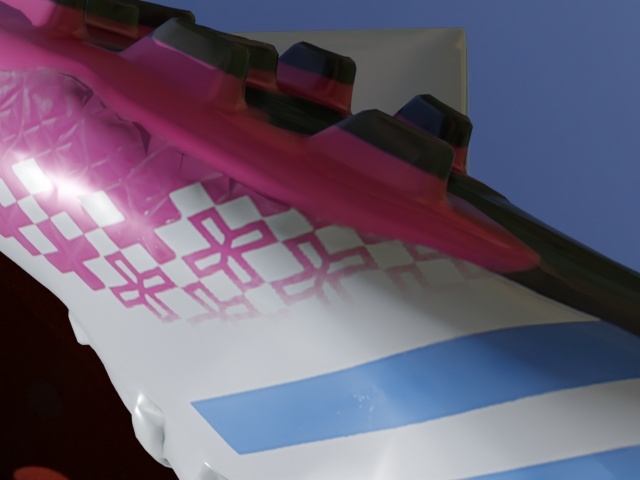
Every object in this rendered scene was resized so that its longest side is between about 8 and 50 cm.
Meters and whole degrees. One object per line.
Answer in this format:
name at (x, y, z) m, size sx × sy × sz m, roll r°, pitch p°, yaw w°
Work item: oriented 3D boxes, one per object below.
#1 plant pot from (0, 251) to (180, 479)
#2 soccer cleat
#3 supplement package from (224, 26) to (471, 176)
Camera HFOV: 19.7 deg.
plant pot at (-0.209, 0.149, 0.796) m, size 0.267 × 0.236 × 0.267 m, roll 46°, pitch -136°, yaw 7°
soccer cleat at (0.013, 0.045, 0.376) m, size 0.331 × 0.143 × 0.116 m, roll 26°, pitch -170°, yaw 29°
supplement package at (0.000, 0.000, 1.247) m, size 0.145 × 0.204 × 0.262 m, roll 80°, pitch -169°, yaw -55°
